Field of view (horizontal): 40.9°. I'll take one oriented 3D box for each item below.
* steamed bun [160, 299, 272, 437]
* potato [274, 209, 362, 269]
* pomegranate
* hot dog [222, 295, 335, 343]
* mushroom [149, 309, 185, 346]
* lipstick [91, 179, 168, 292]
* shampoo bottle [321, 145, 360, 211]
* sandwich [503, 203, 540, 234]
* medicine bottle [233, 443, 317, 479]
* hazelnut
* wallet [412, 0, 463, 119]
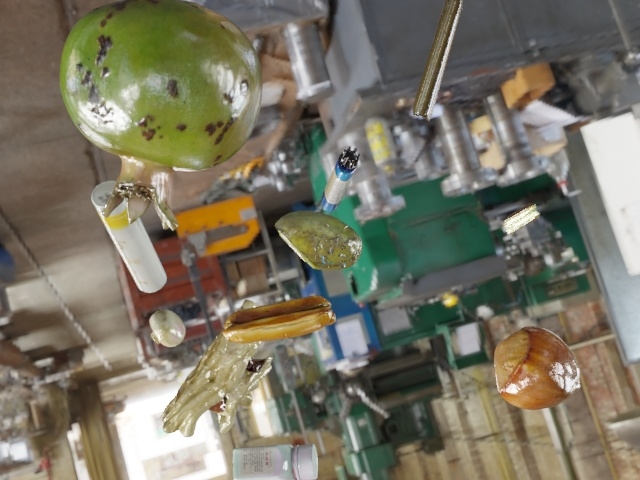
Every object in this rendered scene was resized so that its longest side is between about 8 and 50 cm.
[{"bbox_3d":[-0.263,0.397,2.445,0.428,0.189,0.247,-54,178,-11],"label":"steamed bun"},{"bbox_3d":[0.000,0.000,1.832,0.119,0.198,0.054,-57,-167,2],"label":"potato"},{"bbox_3d":[-0.244,-0.195,1.230,0.291,0.323,0.291,25,165,7],"label":"pomegranate"},{"bbox_3d":[-0.091,0.183,1.893,0.249,0.068,0.100,-11,-153,2],"label":"hot dog"},{"bbox_3d":[-0.321,0.184,1.781,0.067,0.083,0.083,-38,169,4],"label":"mushroom"},{"bbox_3d":[-0.321,0.000,1.461,0.059,0.059,0.264,-16,145,-4],"label":"lipstick"},{"bbox_3d":[0.050,-0.153,2.073,0.050,0.087,0.183,22,140,-3],"label":"shampoo bottle"},{"bbox_3d":[0.368,-0.044,1.543,0.044,0.031,0.083,-33,180,-45],"label":"sandwich"},{"bbox_3d":[-0.065,0.332,1.273,0.118,0.055,0.074,-6,159,8],"label":"medicine bottle"},{"bbox_3d":[0.453,0.263,1.792,0.182,0.182,0.182,-16,171,-3],"label":"hazelnut"},{"bbox_3d":[0.191,-0.294,1.393,0.031,0.198,0.110,17,-173,7],"label":"wallet"}]
